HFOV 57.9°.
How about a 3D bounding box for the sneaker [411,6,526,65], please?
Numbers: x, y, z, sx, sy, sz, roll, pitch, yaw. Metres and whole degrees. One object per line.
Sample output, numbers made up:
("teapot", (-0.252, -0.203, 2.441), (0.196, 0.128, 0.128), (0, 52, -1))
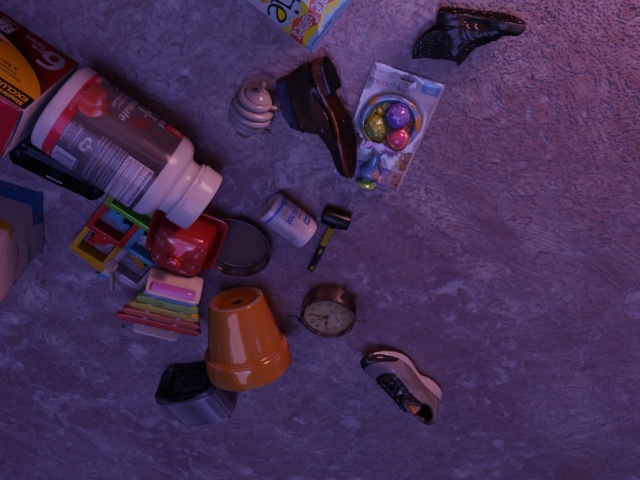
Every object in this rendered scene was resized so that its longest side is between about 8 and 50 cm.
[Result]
("sneaker", (0.241, -0.331, 0.954), (0.170, 0.051, 0.089), (11, 129, 6))

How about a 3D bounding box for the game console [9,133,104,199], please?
("game console", (-0.611, -0.181, 1.179), (0.361, 0.044, 0.213), (29, 147, -26))

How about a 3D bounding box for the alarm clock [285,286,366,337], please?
("alarm clock", (0.002, 0.173, 1.379), (0.192, 0.064, 0.129), (-18, 124, 19))

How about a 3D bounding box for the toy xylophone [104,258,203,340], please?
("toy xylophone", (-0.385, 0.140, 1.341), (0.236, 0.081, 0.323), (12, 151, -8))

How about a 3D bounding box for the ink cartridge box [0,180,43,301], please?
("ink cartridge box", (-0.733, 0.003, 1.244), (0.168, 0.233, 0.171), (17, 128, -6))

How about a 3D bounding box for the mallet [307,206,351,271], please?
("mallet", (0.000, 0.000, 1.263), (0.062, 0.039, 0.190), (25, 131, -12))

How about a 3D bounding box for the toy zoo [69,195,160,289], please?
("toy zoo", (-0.448, 0.006, 1.333), (0.192, 0.030, 0.293), (37, 124, -20))

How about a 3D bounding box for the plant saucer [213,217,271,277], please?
("plant saucer", (-0.191, 0.012, 1.303), (0.168, 0.029, 0.168), (4, 128, 6))

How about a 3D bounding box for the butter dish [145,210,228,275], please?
("butter dish", (-0.297, 0.018, 1.227), (0.160, 0.118, 0.160), (21, 127, -9))

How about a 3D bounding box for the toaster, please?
("toaster", (-0.326, 0.421, 1.586), (0.227, 0.129, 0.146), (-14, 129, 16))

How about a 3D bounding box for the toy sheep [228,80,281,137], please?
("toy sheep", (-0.123, -0.239, 1.058), (0.091, 0.091, 0.132), (23, 133, -10))

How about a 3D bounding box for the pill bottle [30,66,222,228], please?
("pill bottle", (-0.353, -0.161, 1.094), (0.318, 0.176, 0.176), (36, 125, -19))

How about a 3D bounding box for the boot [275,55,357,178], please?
("boot", (-0.005, -0.213, 1.056), (0.106, 0.082, 0.219), (-8, 106, 27))

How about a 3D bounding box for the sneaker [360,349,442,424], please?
("sneaker", (0.212, 0.373, 1.480), (0.271, 0.108, 0.100), (38, 126, -19))

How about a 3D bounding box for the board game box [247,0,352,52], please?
("board game box", (-0.071, -0.439, 0.853), (0.275, 0.142, 0.144), (34, 125, -18))

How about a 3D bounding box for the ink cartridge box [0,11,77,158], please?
("ink cartridge box", (-0.625, -0.294, 0.968), (0.309, 0.272, 0.130), (33, 126, -18))

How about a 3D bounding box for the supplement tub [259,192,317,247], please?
("supplement tub", (-0.068, -0.042, 1.214), (0.107, 0.071, 0.071), (37, 124, -20))

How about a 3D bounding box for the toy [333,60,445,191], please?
("toy", (0.122, -0.194, 1.075), (0.137, 0.056, 0.237), (17, 129, -6))

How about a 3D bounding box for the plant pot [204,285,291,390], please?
("plant pot", (-0.185, 0.219, 1.373), (0.205, 0.205, 0.188), (-4, 112, 12))
